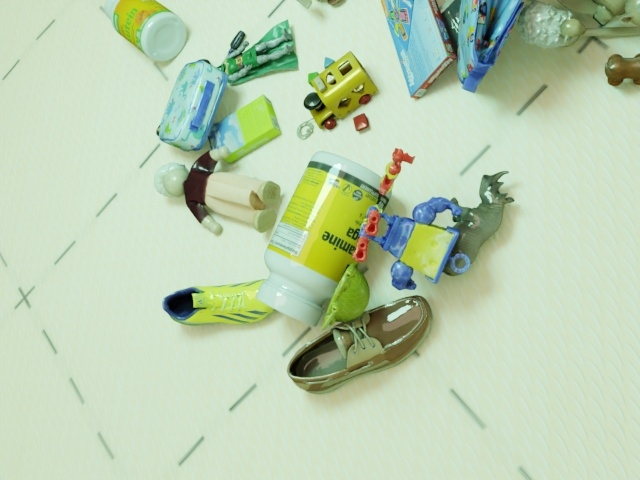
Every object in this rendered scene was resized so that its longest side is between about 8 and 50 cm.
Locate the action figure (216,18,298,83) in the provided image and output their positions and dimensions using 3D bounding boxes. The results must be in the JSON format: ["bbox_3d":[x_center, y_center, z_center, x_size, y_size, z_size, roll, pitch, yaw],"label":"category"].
[{"bbox_3d":[-0.175,-0.459,1.778,0.232,0.063,0.137,-18,70,25],"label":"action figure"}]

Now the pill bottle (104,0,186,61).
[{"bbox_3d":[-0.493,-0.606,1.942,0.245,0.136,0.136,40,94,31],"label":"pill bottle"}]

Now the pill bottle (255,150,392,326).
[{"bbox_3d":[0.000,0.000,1.464,0.188,0.188,0.334,24,87,31],"label":"pill bottle"}]

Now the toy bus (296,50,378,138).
[{"bbox_3d":[0.025,-0.339,1.607,0.190,0.104,0.202,10,79,30],"label":"toy bus"}]

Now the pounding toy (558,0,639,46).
[{"bbox_3d":[0.547,-0.518,1.412,0.182,0.110,0.237,-4,102,15],"label":"pounding toy"}]

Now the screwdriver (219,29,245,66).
[{"bbox_3d":[-0.248,-0.477,1.848,0.024,0.025,0.170,39,102,31],"label":"screwdriver"}]

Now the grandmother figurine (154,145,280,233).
[{"bbox_3d":[-0.260,-0.125,1.686,0.342,0.104,0.208,13,87,29],"label":"grandmother figurine"}]

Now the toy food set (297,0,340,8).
[{"bbox_3d":[0.035,-0.641,1.727,0.218,0.071,0.128,-49,35,3],"label":"toy food set"}]

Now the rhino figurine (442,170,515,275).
[{"bbox_3d":[0.299,-0.035,1.385,0.106,0.073,0.243,40,97,37],"label":"rhino figurine"}]

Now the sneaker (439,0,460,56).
[{"bbox_3d":[0.346,-0.501,1.514,0.222,0.083,0.118,-46,64,19],"label":"sneaker"}]

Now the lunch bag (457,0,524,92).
[{"bbox_3d":[0.323,-0.436,1.368,0.138,0.221,0.293,16,93,1],"label":"lunch bag"}]

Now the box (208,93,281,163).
[{"bbox_3d":[-0.192,-0.270,1.733,0.178,0.042,0.109,-28,62,19],"label":"box"}]

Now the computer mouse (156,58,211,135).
[{"bbox_3d":[-0.369,-0.380,1.862,0.071,0.041,0.242,32,91,31],"label":"computer mouse"}]

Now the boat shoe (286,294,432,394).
[{"bbox_3d":[0.074,0.210,1.399,0.324,0.116,0.123,-35,62,14],"label":"boat shoe"}]

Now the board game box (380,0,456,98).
[{"bbox_3d":[0.211,-0.471,1.553,0.145,0.027,0.281,-43,52,51],"label":"board game box"}]

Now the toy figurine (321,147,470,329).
[{"bbox_3d":[0.168,0.036,1.301,0.217,0.191,0.363,22,98,1],"label":"toy figurine"}]

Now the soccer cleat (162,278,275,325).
[{"bbox_3d":[-0.223,0.139,1.573,0.289,0.121,0.093,-11,69,24],"label":"soccer cleat"}]

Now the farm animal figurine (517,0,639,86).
[{"bbox_3d":[0.568,-0.459,1.260,0.326,0.172,0.330,29,100,10],"label":"farm animal figurine"}]

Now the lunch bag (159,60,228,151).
[{"bbox_3d":[-0.318,-0.332,1.752,0.176,0.090,0.219,13,84,59],"label":"lunch bag"}]
